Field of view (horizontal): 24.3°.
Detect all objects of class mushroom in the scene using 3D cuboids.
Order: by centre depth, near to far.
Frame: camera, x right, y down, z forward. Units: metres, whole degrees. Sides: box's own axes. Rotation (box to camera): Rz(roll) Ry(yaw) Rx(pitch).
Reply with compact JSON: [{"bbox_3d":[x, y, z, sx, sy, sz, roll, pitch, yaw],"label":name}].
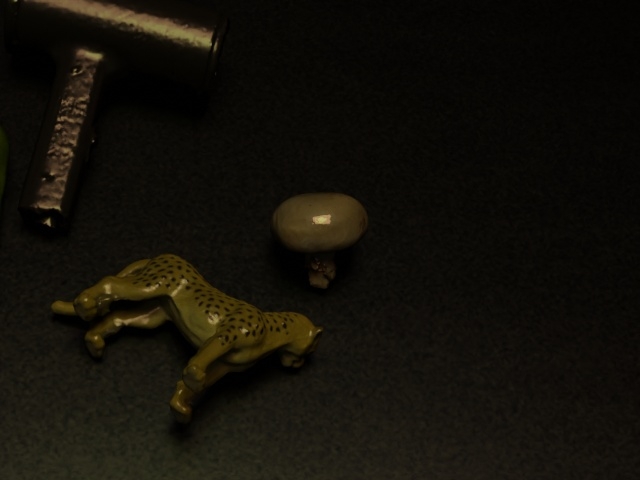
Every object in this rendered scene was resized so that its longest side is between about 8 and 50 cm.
[{"bbox_3d":[0.000,0.000,1.231,0.085,0.085,0.079,-10,99,-16],"label":"mushroom"}]

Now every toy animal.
[{"bbox_3d":[-0.107,0.060,1.172,0.181,0.073,0.136,29,46,27],"label":"toy animal"}]

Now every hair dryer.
[{"bbox_3d":[-0.200,-0.115,1.282,0.197,0.089,0.251,14,62,-1],"label":"hair dryer"}]

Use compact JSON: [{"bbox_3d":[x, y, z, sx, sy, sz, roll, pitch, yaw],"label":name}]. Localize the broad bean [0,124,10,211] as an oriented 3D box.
[{"bbox_3d":[-0.282,-0.046,1.221,0.046,0.061,0.195,16,38,-25],"label":"broad bean"}]
